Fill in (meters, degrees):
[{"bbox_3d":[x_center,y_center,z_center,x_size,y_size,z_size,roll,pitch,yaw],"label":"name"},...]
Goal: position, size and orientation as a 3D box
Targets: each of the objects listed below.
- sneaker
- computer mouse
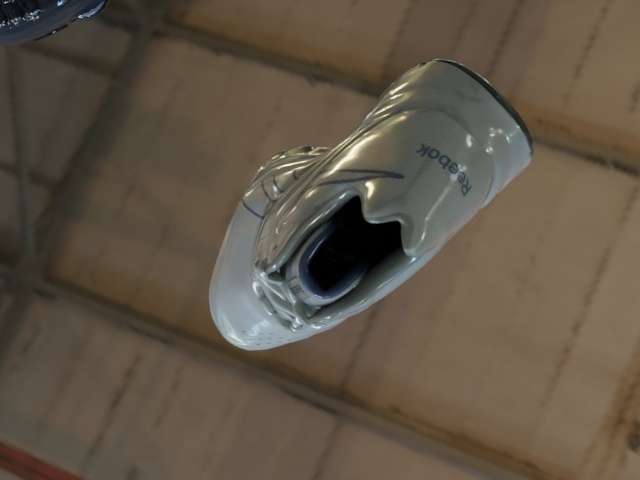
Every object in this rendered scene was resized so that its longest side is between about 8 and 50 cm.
[{"bbox_3d":[0.000,0.000,1.121,0.129,0.111,0.297,-50,-175,-38],"label":"sneaker"},{"bbox_3d":[-0.076,-0.121,0.870,0.242,0.071,0.041,-7,-87,12],"label":"computer mouse"}]
